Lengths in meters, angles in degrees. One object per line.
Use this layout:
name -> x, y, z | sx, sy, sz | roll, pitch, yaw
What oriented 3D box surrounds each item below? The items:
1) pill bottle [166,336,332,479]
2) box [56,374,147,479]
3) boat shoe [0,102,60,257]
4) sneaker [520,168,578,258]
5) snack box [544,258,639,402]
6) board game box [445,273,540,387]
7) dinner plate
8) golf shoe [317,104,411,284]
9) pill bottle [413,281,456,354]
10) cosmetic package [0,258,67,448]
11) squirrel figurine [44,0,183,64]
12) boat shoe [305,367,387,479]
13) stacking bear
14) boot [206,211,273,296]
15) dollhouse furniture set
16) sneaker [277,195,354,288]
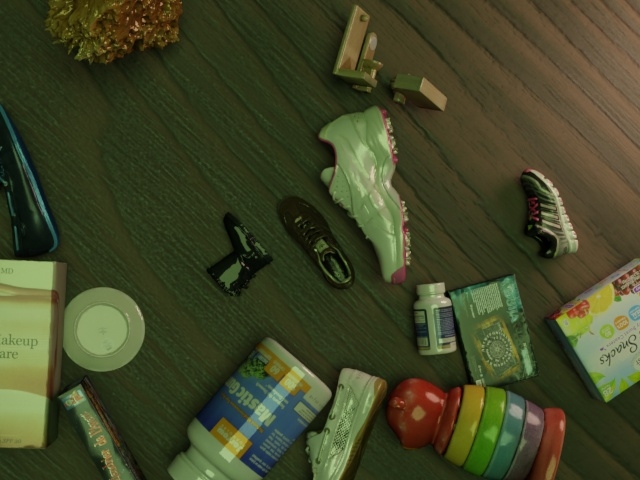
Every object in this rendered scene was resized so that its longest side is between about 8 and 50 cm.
pill bottle -> -0.121, 0.305, 1.872 | 0.152, 0.152, 0.272 | 42, 82, -5
box -> -0.340, 0.332, 1.835 | 0.044, 0.159, 0.233 | -30, 93, -8
boat shoe -> -0.505, -0.095, 1.853 | 0.089, 0.109, 0.258 | -20, 89, -5
sneaker -> 0.385, -0.041, 2.003 | 0.074, 0.063, 0.170 | -29, 97, -14
snack box -> 0.530, 0.156, 2.015 | 0.207, 0.070, 0.174 | -31, 92, -7
board game box -> 0.302, 0.163, 2.003 | 0.126, 0.026, 0.186 | -14, 90, -9
dinner plate -> -0.364, 0.149, 1.910 | 0.141, 0.017, 0.141 | 0, 90, -8
golf shoe -> 0.076, -0.071, 1.946 | 0.140, 0.115, 0.306 | -10, 83, 2
pill bottle -> 0.195, 0.134, 1.967 | 0.067, 0.067, 0.120 | -6, 89, -9
cosmetic package -> -0.494, 0.177, 1.831 | 0.153, 0.129, 0.296 | 2, 87, -5
squirrel figurine -> -0.320, -0.475, 1.758 | 0.281, 0.370, 0.397 | -13, 90, -9
boat shoe -> 0.021, 0.347, 1.929 | 0.096, 0.098, 0.277 | 22, 89, 17
stacking bear -> 0.249, 0.318, 1.928 | 0.289, 0.175, 0.164 | 17, 96, 1
boot -> -0.150, 0.026, 1.933 | 0.099, 0.045, 0.121 | -41, 95, -4
dollhouse furniture set -> 0.132, -0.307, 1.935 | 0.151, 0.144, 0.123 | 13, 85, 29
sneaker -> 0.000, 0.000, 1.941 | 0.066, 0.071, 0.188 | -39, 94, -8
